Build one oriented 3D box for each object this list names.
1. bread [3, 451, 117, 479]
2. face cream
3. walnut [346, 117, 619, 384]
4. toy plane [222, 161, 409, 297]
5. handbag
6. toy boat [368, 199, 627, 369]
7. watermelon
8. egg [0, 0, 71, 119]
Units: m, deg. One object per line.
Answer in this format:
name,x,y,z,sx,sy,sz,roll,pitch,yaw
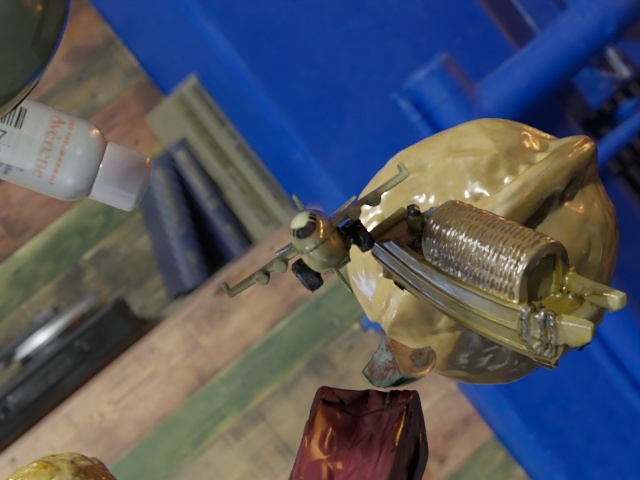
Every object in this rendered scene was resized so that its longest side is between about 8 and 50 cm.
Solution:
bread,-0.341,0.383,1.773,0.244,0.244,0.134,-37,-36,17
face cream,-0.286,-0.096,1.303,0.082,0.269,0.082,-161,90,-77
walnut,0.230,0.017,1.979,0.383,0.384,0.383,-38,6,4
toy plane,0.000,0.000,1.436,0.229,0.092,0.244,-35,11,3
handbag,0.041,0.260,1.508,0.135,0.146,0.225,3,36,14
toy boat,0.168,0.027,1.414,0.089,0.115,0.310,-32,40,-27
watermelon,0.089,0.129,1.572,0.085,0.061,0.085,-22,11,4
egg,-0.296,-0.197,0.782,0.258,0.352,0.258,-33,27,20
